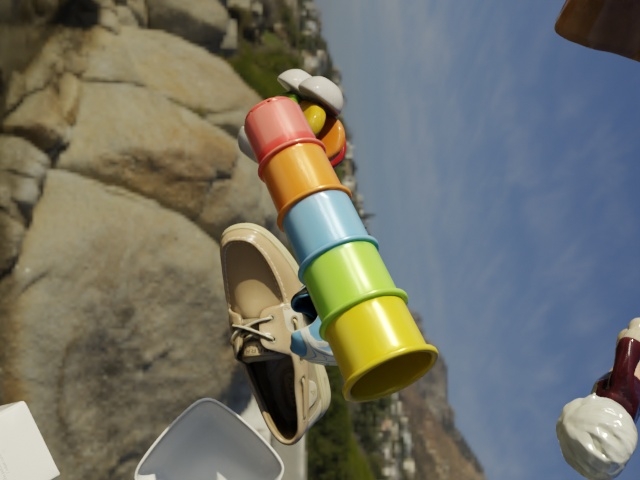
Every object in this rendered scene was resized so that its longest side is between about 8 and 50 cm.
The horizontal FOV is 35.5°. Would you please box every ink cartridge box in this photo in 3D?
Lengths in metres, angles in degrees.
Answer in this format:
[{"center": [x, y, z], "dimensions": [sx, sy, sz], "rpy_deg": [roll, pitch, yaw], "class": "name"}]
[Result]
[{"center": [-0.306, 0.193, 0.720], "dimensions": [0.115, 0.198, 0.067], "rpy_deg": [-19, -83, 50], "class": "ink cartridge box"}]

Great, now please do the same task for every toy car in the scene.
[{"center": [-0.027, -0.167, 1.543], "dimensions": [0.159, 0.136, 0.182], "rpy_deg": [-55, -147, -2], "class": "toy car"}]

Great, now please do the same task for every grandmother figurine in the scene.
[{"center": [0.366, 0.196, 1.219], "dimensions": [0.342, 0.104, 0.208], "rpy_deg": [-24, 119, -62], "class": "grandmother figurine"}]

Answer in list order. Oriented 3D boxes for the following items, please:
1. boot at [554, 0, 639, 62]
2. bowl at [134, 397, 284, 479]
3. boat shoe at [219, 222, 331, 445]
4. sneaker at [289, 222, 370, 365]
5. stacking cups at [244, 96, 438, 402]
[{"center": [0.287, -0.178, 0.479], "dimensions": [0.096, 0.264, 0.280], "rpy_deg": [-87, -168, -55], "class": "boot"}, {"center": [-0.129, 0.269, 1.176], "dimensions": [0.142, 0.142, 0.053], "rpy_deg": [-47, 179, -5], "class": "bowl"}, {"center": [-0.074, 0.140, 1.493], "dimensions": [0.110, 0.121, 0.341], "rpy_deg": [-47, 120, -60], "class": "boat shoe"}, {"center": [0.013, 0.051, 1.198], "dimensions": [0.237, 0.086, 0.085], "rpy_deg": [-80, -175, -51], "class": "sneaker"}, {"center": [0.000, 0.000, 0.969], "dimensions": [0.096, 0.096, 0.316], "rpy_deg": [95, -28, -58], "class": "stacking cups"}]
